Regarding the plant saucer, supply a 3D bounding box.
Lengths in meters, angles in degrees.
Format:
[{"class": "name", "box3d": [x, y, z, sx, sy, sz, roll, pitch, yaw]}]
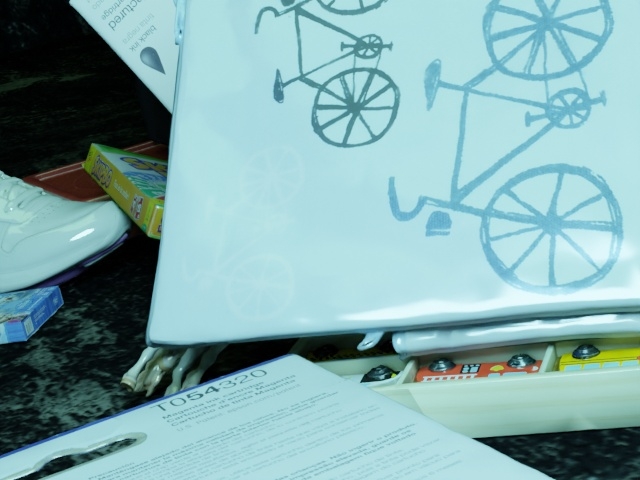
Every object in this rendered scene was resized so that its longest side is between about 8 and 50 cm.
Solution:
[{"class": "plant saucer", "box3d": [-0.190, -0.062, 1.631, 0.259, 0.048, 0.258, -18, 17, -24]}]

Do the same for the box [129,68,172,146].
[{"class": "box", "box3d": [0.015, -0.239, 1.605, 0.395, 0.212, 0.293, -20, 18, -20]}]

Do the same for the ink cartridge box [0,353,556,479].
[{"class": "ink cartridge box", "box3d": [-0.079, 0.163, 0.717, 0.324, 0.071, 0.330, -18, 14, -21]}]

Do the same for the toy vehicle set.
[{"class": "toy vehicle set", "box3d": [0.109, 0.072, 0.956, 0.267, 0.035, 0.166, -7, 16, 18]}]

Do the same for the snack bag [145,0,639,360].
[{"class": "snack bag", "box3d": [0.053, -0.070, 0.990, 0.342, 0.037, 0.323, -6, 59, 14]}]

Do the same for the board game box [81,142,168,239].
[{"class": "board game box", "box3d": [-0.130, -0.038, 1.392, 0.124, 0.039, 0.259, 13, 8, -25]}]

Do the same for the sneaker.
[{"class": "sneaker", "box3d": [-0.321, -0.023, 1.395, 0.305, 0.152, 0.114, -5, 15, 19]}]

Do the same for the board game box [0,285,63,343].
[{"class": "board game box", "box3d": [-0.274, 0.066, 1.287, 0.090, 0.020, 0.090, -9, 15, 13]}]

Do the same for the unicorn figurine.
[{"class": "unicorn figurine", "box3d": [-0.071, 0.058, 1.017, 0.162, 0.060, 0.111, -2, 44, 47]}]

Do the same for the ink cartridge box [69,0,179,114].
[{"class": "ink cartridge box", "box3d": [-0.044, -0.171, 1.318, 0.198, 0.273, 0.115, -43, -5, 9]}]
